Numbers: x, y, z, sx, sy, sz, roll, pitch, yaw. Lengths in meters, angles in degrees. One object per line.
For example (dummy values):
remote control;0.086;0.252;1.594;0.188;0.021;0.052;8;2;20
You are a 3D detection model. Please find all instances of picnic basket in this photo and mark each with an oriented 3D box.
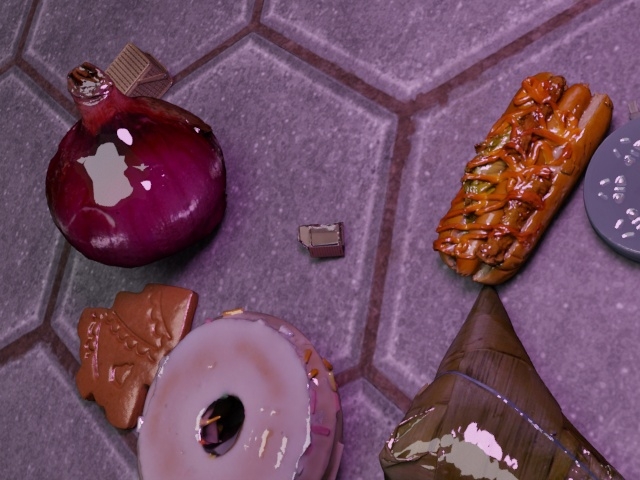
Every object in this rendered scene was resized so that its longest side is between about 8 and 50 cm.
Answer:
picnic basket;-0.417;-0.339;1.767;0.164;0.079;0.115;-49;54;6

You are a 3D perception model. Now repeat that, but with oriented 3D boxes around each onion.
onion;-0.351;-0.149;1.453;0.347;0.385;0.348;-11;42;10

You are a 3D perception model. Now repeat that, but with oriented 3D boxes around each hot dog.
hot dog;0.293;-0.100;1.205;0.158;0.117;0.349;33;90;37

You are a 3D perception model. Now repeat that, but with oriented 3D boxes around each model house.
model house;0.000;0.000;1.392;0.083;0.057;0.058;-5;94;10

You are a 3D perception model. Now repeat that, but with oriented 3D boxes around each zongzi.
zongzi;0.293;0.234;1.083;0.323;0.160;0.360;22;53;18

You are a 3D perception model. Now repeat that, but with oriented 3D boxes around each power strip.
power strip;0.460;-0.087;1.137;0.167;0.054;0.253;1;72;31

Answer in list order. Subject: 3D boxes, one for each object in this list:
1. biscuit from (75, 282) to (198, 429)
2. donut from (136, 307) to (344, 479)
biscuit;-0.354;0.190;1.532;0.306;0.043;0.284;-41;55;11
donut;-0.123;0.303;1.281;0.382;0.142;0.383;-12;65;28
